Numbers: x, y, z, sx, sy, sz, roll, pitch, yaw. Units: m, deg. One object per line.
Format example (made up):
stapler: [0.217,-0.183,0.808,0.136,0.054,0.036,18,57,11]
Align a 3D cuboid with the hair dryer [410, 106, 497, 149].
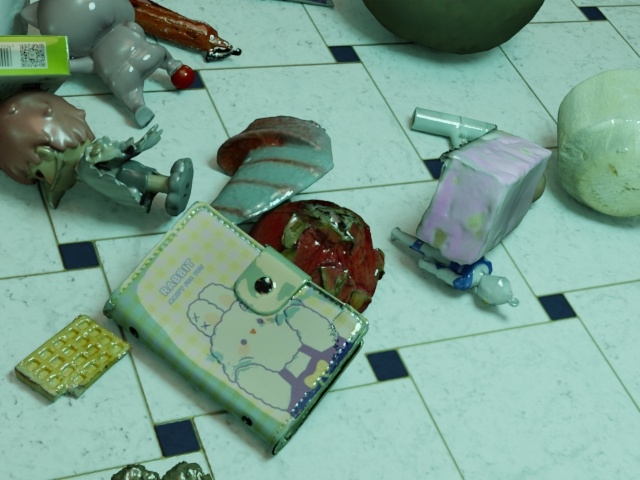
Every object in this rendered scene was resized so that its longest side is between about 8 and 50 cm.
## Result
hair dryer: [0.235,-0.154,1.906,0.154,0.044,0.183,11,47,-5]

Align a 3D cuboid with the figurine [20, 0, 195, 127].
figurine: [-0.358,-0.322,1.822,0.287,0.186,0.176,39,90,-3]

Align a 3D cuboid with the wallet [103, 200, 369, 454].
wallet: [-0.112,0.111,1.466,0.309,0.077,0.223,35,66,15]

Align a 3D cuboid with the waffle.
waffle: [-0.323,0.157,1.421,0.092,0.021,0.135,32,45,14]

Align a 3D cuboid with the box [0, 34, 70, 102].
box: [-0.483,-0.253,1.625,0.175,0.260,0.062,-5,89,-22]

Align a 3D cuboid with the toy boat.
toy boat: [-0.099,-0.088,1.656,0.206,0.096,0.282,8,37,24]

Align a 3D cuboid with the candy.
candy: [0.257,-0.074,1.701,0.115,0.156,0.265,25,25,19]

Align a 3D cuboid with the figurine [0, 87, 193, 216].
figurine: [-0.381,-0.128,1.602,0.386,0.166,0.207,15,10,0]

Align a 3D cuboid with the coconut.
coconut: [0.531,-0.182,1.891,0.237,0.237,0.266,16,42,-2]

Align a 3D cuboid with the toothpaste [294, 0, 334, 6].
toothpaste: [-0.102,-0.512,2.146,0.266,0.061,0.096,5,44,-22]

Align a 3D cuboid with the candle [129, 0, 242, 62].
candle: [-0.280,-0.394,1.960,0.301,0.059,0.084,22,53,3]

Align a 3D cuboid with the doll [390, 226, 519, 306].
doll: [0.216,0.041,1.694,0.114,0.057,0.227,-20,46,-41]

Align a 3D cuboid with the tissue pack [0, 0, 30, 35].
tissue pack: [-0.608,-0.404,1.793,0.209,0.148,0.156,25,42,7]

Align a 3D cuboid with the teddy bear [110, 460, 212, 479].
teddy bear: [-0.160,0.371,1.195,0.129,0.182,0.251,36,46,-42]

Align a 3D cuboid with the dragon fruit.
dragon fruit: [-0.002,0.003,1.589,0.223,0.148,0.218,-8,49,-26]

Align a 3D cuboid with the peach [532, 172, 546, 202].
peach: [0.343,-0.099,1.855,0.083,0.083,0.083,9,44,-9]

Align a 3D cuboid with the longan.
longan: [0.250,-0.543,2.080,0.404,0.336,0.405,12,54,-17]
